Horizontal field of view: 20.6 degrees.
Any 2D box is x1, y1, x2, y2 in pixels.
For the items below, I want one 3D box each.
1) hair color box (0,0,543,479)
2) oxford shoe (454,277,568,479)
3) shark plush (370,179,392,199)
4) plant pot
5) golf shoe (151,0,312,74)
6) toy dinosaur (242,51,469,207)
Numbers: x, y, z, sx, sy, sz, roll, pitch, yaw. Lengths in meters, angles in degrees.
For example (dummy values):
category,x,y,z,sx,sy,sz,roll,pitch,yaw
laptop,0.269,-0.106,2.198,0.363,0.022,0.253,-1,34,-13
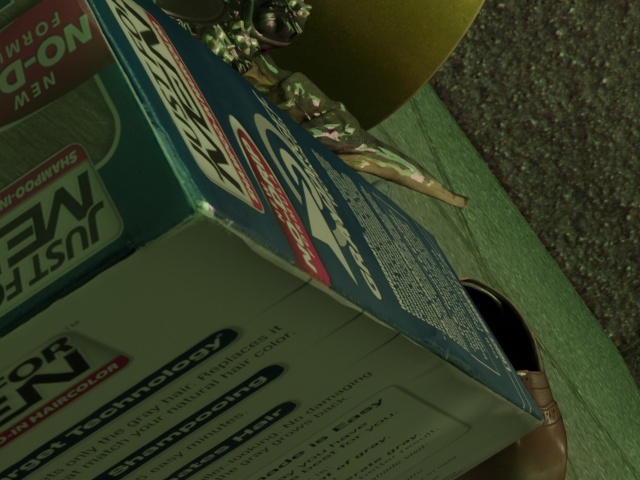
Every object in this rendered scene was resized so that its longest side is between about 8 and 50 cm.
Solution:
category,x,y,z,sx,sy,sz,roll,pitch,yaw
hair color box,-0.058,0.039,0.600,0.105,0.174,0.347,61,10,22
oxford shoe,0.091,0.076,1.144,0.363,0.130,0.132,-121,-150,-70
shark plush,0.032,-0.011,1.479,0.073,0.067,0.161,56,10,-6
plant pot,-0.038,-0.277,1.521,0.293,0.275,0.275,34,20,-26
golf shoe,-0.100,-0.134,1.143,0.105,0.120,0.273,63,21,1
toy dinosaur,0.005,-0.064,1.405,0.268,0.064,0.118,33,55,-16
